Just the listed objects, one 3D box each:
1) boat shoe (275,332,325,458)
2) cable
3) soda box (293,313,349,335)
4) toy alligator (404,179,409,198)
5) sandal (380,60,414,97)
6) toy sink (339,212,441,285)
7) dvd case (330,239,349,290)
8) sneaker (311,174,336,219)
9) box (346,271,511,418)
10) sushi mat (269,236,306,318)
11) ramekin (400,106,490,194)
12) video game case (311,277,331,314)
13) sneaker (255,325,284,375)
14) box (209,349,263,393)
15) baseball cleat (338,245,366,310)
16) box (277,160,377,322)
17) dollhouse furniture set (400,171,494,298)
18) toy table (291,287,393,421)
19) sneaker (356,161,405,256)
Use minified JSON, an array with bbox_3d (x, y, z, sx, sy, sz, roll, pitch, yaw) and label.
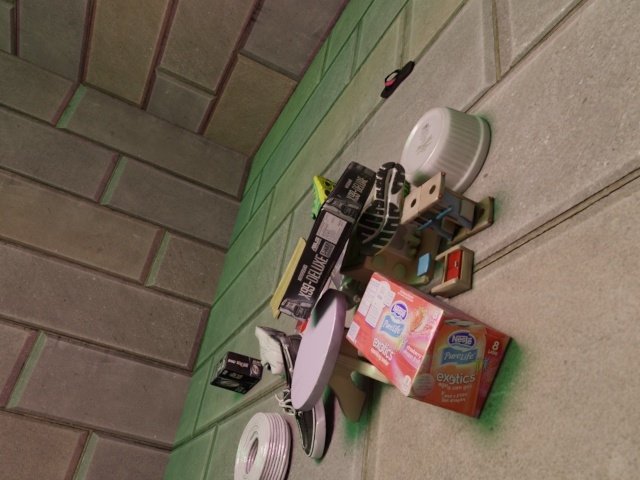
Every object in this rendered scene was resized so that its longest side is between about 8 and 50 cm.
[{"bbox_3d":[-0.055,0.390,1.346,0.113,0.105,0.306,156,111,-70],"label":"boat shoe"},{"bbox_3d":[-0.170,0.630,1.563,0.257,0.089,0.257,-44,30,52],"label":"cable"},{"bbox_3d":[0.006,0.262,1.483,0.263,0.084,0.092,2,72,71],"label":"soda box"},{"bbox_3d":[0.203,-0.114,1.401,0.051,0.056,0.189,-6,52,23],"label":"toy alligator"},{"bbox_3d":[0.245,-0.539,1.779,0.179,0.040,0.067,-38,35,58],"label":"sandal"},{"bbox_3d":[0.155,0.017,1.250,0.234,0.131,0.152,-16,55,68],"label":"toy sink"},{"bbox_3d":[0.053,0.021,1.595,0.164,0.018,0.221,-58,43,30],"label":"dvd case"},{"bbox_3d":[0.006,-0.132,1.896,0.123,0.110,0.295,-54,23,28],"label":"sneaker"},{"bbox_3d":[0.180,0.175,0.979,0.154,0.142,0.300,-68,18,1],"label":"box"},{"bbox_3d":[-0.121,0.144,2.096,0.316,0.019,0.151,-64,17,12],"label":"sushi mat"},{"bbox_3d":[0.269,-0.200,1.206,0.207,0.109,0.207,-56,21,35],"label":"ramekin"},{"bbox_3d":[-0.013,0.172,1.752,0.143,0.019,0.157,-2,68,71],"label":"video game case"},{"bbox_3d":[-0.175,0.374,1.856,0.297,0.111,0.129,-168,93,-73],"label":"sneaker"},{"bbox_3d":[-0.320,0.506,2.050,0.180,0.147,0.077,-49,26,46],"label":"box"},{"bbox_3d":[0.089,0.090,1.461,0.205,0.072,0.109,-68,18,-5],"label":"baseball cleat"},{"bbox_3d":[0.019,0.001,1.225,0.307,0.077,0.242,-66,-4,36],"label":"box"},{"bbox_3d":[0.239,-0.009,1.037,0.129,0.129,0.183,-40,32,56],"label":"dollhouse furniture set"},{"bbox_3d":[0.053,0.264,1.219,0.274,0.161,0.252,-68,18,4],"label":"toy table"},{"bbox_3d":[0.138,-0.056,1.141,0.094,0.082,0.208,64,-134,-67],"label":"sneaker"}]
